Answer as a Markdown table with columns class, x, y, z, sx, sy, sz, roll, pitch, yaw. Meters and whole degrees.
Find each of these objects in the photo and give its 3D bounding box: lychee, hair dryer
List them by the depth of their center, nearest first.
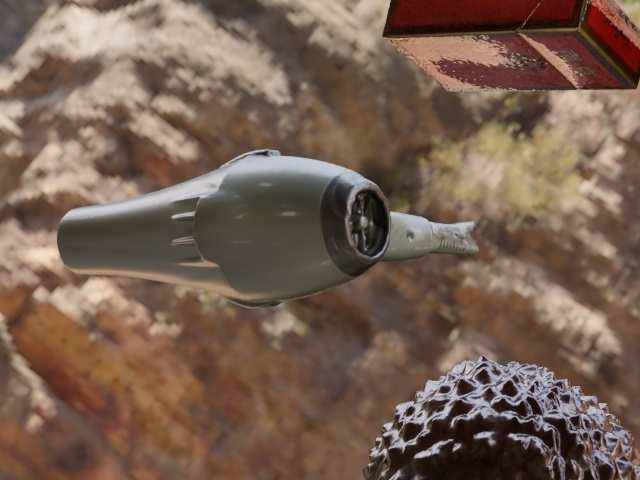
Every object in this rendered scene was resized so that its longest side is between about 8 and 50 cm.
| class | x | y | z | sx | sy | sz | roll | pitch | yaw |
| --- | --- | --- | --- | --- | --- | --- | --- | --- | --- |
| hair dryer | -0.038 | 0.000 | 1.059 | 0.229 | 0.092 | 0.267 | -1 | -4 | 19 |
| lychee | 0.158 | 0.238 | 1.360 | 0.264 | 0.264 | 0.300 | 53 | 14 | -34 |

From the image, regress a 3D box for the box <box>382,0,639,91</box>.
| class | x | y | z | sx | sy | sz | roll | pitch | yaw |
| --- | --- | --- | --- | --- | --- | --- | --- | --- | --- |
| box | 0.207 | -0.217 | 1.772 | 0.239 | 0.074 | 0.153 | 2 | -22 | 35 |
